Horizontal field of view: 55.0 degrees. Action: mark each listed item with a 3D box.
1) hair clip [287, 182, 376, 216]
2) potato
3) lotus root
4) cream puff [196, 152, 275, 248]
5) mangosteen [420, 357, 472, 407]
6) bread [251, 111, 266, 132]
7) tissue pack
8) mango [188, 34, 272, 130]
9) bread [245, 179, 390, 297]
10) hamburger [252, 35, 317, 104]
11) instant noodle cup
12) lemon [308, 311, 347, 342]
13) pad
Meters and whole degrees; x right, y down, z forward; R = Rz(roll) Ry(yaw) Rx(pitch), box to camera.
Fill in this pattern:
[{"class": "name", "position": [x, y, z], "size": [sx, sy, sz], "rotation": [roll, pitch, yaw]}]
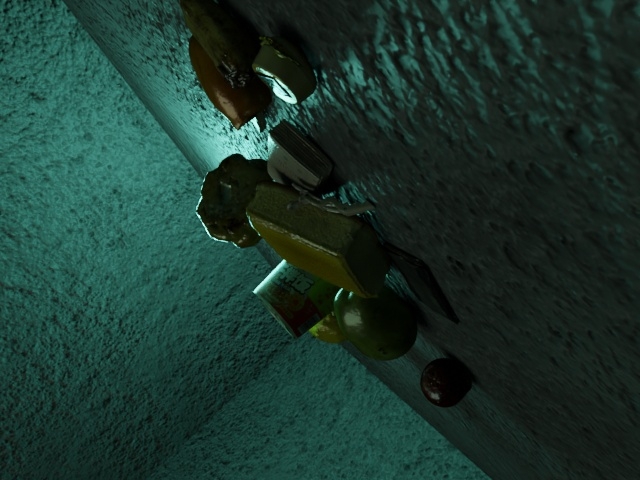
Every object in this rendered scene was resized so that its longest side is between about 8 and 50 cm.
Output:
[{"class": "hair clip", "position": [0.020, -0.083, 1.463], "size": [0.226, 0.072, 0.034], "rotation": [15, 167, 23]}, {"class": "potato", "position": [0.165, 0.235, 1.830], "size": [0.304, 0.216, 0.216], "rotation": [51, 169, -29]}, {"class": "lotus root", "position": [-0.206, -0.424, 1.270], "size": [0.258, 0.097, 0.110], "rotation": [54, 167, 13]}, {"class": "cream puff", "position": [-0.230, -0.117, 2.030], "size": [0.324, 0.291, 0.257], "rotation": [17, 176, 33]}, {"class": "mangosteen", "position": [0.395, 0.431, 1.894], "size": [0.156, 0.181, 0.145], "rotation": [10, 100, 48]}, {"class": "bread", "position": [-0.183, -0.356, 1.578], "size": [0.112, 0.036, 0.193], "rotation": [51, 173, 8]}, {"class": "tissue pack", "position": [-0.060, -0.187, 1.584], "size": [0.170, 0.071, 0.325], "rotation": [45, 169, 4]}, {"class": "mango", "position": [-0.213, -0.374, 1.394], "size": [0.252, 0.126, 0.154], "rotation": [54, -175, 9]}, {"class": "bread", "position": [0.000, 0.000, 1.641], "size": [0.333, 0.143, 0.323], "rotation": [24, 165, 28]}, {"class": "hamburger", "position": [-0.065, -0.317, 1.127], "size": [0.141, 0.081, 0.126], "rotation": [39, 176, -24]}, {"class": "instant noodle cup", "position": [-0.050, 0.165, 2.173], "size": [0.294, 0.308, 0.294], "rotation": [46, 169, 12]}, {"class": "lemon", "position": [0.053, 0.299, 2.455], "size": [0.233, 0.233, 0.288], "rotation": [48, 170, 2]}, {"class": "pad", "position": [0.251, 0.110, 1.556], "size": [0.233, 0.022, 0.174], "rotation": [54, 168, -33]}]
